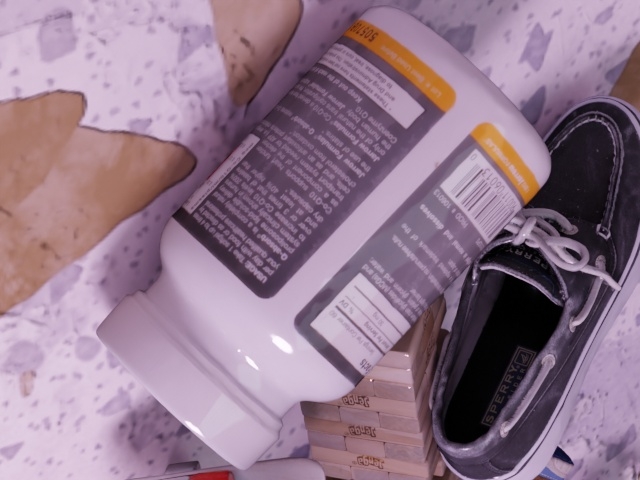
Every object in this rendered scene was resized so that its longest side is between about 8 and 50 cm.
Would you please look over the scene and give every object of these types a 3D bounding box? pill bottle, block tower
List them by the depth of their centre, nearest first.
[{"bbox_3d":[0.000,0.000,1.235,0.278,0.162,0.162,-46,141,-2],"label":"pill bottle"},{"bbox_3d":[0.053,0.156,1.443,0.335,0.091,0.097,80,25,-43],"label":"block tower"}]

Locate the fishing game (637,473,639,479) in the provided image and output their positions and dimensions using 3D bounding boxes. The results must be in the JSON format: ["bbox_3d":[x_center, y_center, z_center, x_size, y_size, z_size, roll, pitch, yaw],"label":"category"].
[{"bbox_3d":[0.227,0.306,1.744,0.264,0.041,0.189,-50,169,-15],"label":"fishing game"}]

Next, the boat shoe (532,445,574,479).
[{"bbox_3d":[0.146,0.182,1.598,0.066,0.066,0.183,-52,141,6],"label":"boat shoe"}]

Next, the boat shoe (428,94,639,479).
[{"bbox_3d":[0.152,0.022,1.379,0.306,0.113,0.105,-62,151,-14],"label":"boat shoe"}]

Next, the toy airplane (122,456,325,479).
[{"bbox_3d":[-0.043,0.331,1.307,0.386,0.272,0.384,-76,180,-46],"label":"toy airplane"}]
